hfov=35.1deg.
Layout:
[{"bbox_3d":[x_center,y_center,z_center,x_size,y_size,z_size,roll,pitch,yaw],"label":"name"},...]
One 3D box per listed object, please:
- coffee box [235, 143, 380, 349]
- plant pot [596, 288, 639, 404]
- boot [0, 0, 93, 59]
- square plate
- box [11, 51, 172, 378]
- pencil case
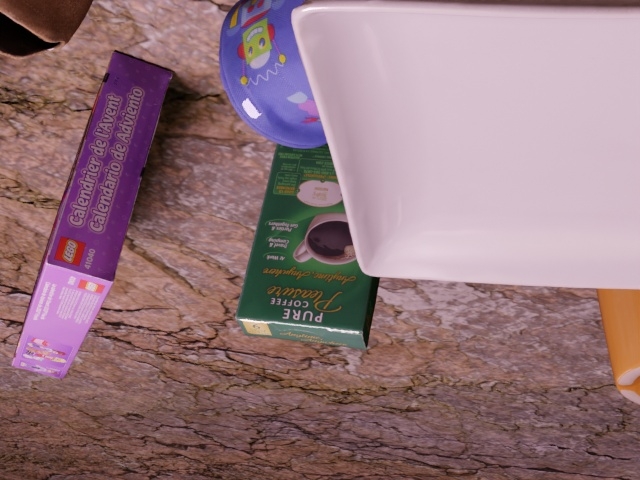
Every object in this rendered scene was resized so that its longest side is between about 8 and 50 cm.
[{"bbox_3d":[0.000,0.000,0.879,0.113,0.184,0.040,5,152,11],"label":"coffee box"},{"bbox_3d":[0.311,0.036,0.834,0.205,0.188,0.205,8,154,4],"label":"plant pot"},{"bbox_3d":[-0.255,-0.226,0.603,0.112,0.115,0.305,-11,146,40],"label":"boot"},{"bbox_3d":[0.180,-0.054,0.613,0.347,0.049,0.344,2,157,9],"label":"square plate"},{"bbox_3d":[-0.214,-0.009,0.921,0.057,0.201,0.293,17,152,-15],"label":"box"},{"bbox_3d":[0.073,-0.153,0.625,0.133,0.119,0.306,2,165,-45],"label":"pencil case"}]
